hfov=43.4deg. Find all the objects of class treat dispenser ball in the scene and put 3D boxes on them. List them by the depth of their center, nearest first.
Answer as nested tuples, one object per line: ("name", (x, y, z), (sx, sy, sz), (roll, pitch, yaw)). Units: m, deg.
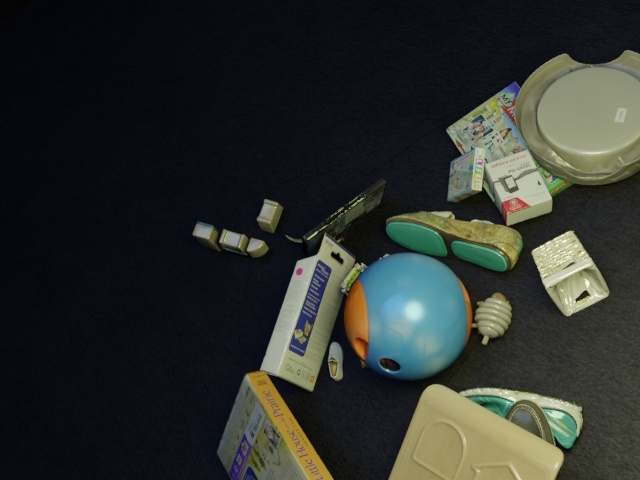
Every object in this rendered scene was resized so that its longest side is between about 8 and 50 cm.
("treat dispenser ball", (0.197, 0.171, 1.810), (0.288, 0.288, 0.288), (-13, 62, 25))

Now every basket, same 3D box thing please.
("basket", (0.538, 0.071, 1.739), (0.113, 0.167, 0.103), (-30, 50, 15))

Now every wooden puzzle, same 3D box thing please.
("wooden puzzle", (0.289, 0.508, 1.605), (0.322, 0.080, 0.347), (24, 91, 40))

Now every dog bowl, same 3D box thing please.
("dog bowl", (0.630, -0.280, 1.850), (0.349, 0.102, 0.348), (-8, 60, 15))

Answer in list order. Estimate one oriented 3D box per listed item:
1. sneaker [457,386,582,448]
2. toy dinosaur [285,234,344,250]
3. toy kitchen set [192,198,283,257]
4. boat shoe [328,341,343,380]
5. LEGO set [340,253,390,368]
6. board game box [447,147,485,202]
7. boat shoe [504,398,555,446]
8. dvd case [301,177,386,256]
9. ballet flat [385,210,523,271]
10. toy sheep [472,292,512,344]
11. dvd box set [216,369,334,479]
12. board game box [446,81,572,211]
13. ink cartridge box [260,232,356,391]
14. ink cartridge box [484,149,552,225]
("sneaker", (0.413, 0.372, 1.711), (0.275, 0.107, 0.110), (6, 80, 32))
("toy dinosaur", (0.000, 0.000, 2.164), (0.183, 0.053, 0.092), (-18, 45, 14))
("toy kitchen set", (-0.227, -0.045, 2.289), (0.207, 0.122, 0.166), (16, 75, 14))
("boat shoe", (0.035, 0.299, 2.002), (0.035, 0.035, 0.100), (-13, 62, 25))
("LEGO set", (0.106, 0.162, 1.980), (0.132, 0.107, 0.287), (9, 73, 33))
("board game box", (0.354, -0.158, 1.960), (0.026, 0.154, 0.103), (9, 81, -12))
("boat shoe", (0.406, 0.490, 1.608), (0.112, 0.095, 0.335), (2, 85, 27))
("dvd case", (0.059, -0.057, 2.036), (0.253, 0.180, 0.022), (-36, 79, -8))
("ballet flat", (0.326, -0.015, 1.944), (0.349, 0.123, 0.123), (16, 77, 35))
("toy sheep", (0.389, 0.178, 1.823), (0.091, 0.091, 0.132), (6, 66, 32))
("dvd box set", (-0.093, 0.552, 1.841), (0.420, 0.062, 0.307), (51, 135, 36))
("board game box", (0.474, -0.220, 1.983), (0.213, 0.046, 0.317), (-35, 55, 13))
("ink cartridge box", (-0.025, 0.178, 2.006), (0.069, 0.176, 0.371), (12, 74, 34))
("ink cartridge box", (0.457, -0.124, 1.866), (0.109, 0.063, 0.150), (-19, 59, 4))
